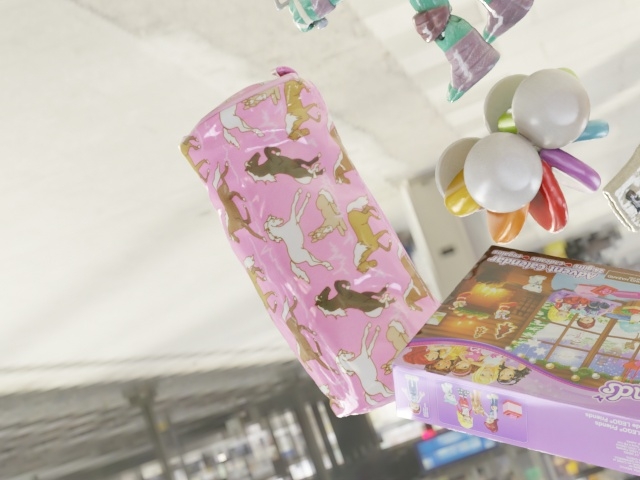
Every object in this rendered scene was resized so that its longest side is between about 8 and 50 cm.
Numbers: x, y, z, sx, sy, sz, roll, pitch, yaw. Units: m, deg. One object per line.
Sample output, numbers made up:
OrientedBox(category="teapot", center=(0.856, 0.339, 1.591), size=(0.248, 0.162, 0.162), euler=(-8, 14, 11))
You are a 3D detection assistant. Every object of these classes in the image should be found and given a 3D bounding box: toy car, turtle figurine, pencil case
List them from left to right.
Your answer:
OrientedBox(category="pencil case", center=(0.000, 0.000, 1.505), size=(0.167, 0.386, 0.160), euler=(-31, 179, -45))
OrientedBox(category="turtle figurine", center=(0.047, -0.221, 1.010), size=(0.175, 0.234, 0.118), euler=(-51, -169, -18))
OrientedBox(category="toy car", center=(0.209, -0.078, 1.329), size=(0.182, 0.136, 0.159), euler=(-53, -171, -4))

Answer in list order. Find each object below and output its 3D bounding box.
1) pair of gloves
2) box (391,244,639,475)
OrientedBox(category="pair of gloves", center=(0.457, -0.060, 1.643), size=(0.204, 0.240, 0.042), euler=(-52, -153, -6))
OrientedBox(category="box", center=(0.231, 0.094, 1.078), size=(0.293, 0.057, 0.201), euler=(10, -147, 28))
